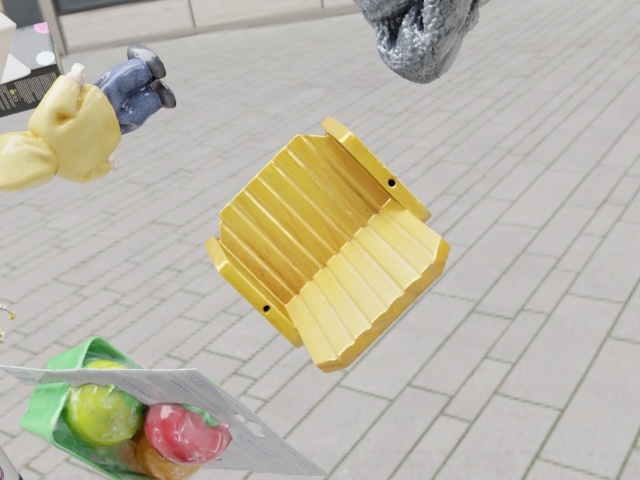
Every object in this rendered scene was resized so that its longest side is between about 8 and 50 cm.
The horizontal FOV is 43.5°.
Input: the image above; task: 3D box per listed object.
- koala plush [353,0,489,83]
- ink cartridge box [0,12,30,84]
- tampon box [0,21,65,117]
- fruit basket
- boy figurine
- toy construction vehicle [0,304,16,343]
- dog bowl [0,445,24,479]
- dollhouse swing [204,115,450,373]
[{"bbox_3d":[0.058,-0.285,0.804,0.221,0.203,0.196,30,38,13],"label":"koala plush"},{"bbox_3d":[-0.573,-0.285,1.092,0.207,0.119,0.353,38,35,6],"label":"ink cartridge box"},{"bbox_3d":[-0.577,-0.324,1.531,0.160,0.101,0.120,-18,60,-11],"label":"tampon box"},{"bbox_3d":[-0.207,0.236,1.087,0.352,0.327,0.166,-11,50,29],"label":"fruit basket"},{"bbox_3d":[-0.333,-0.151,1.113,0.285,0.177,0.092,-41,54,-22],"label":"boy figurine"},{"bbox_3d":[-0.646,0.151,1.551,0.035,0.098,0.086,-45,27,34],"label":"toy construction vehicle"},{"bbox_3d":[-0.501,0.243,0.742,0.407,0.151,0.408,-15,8,2],"label":"dog bowl"},{"bbox_3d":[0.000,0.000,1.393,0.347,0.315,0.305,-45,7,3],"label":"dollhouse swing"}]
